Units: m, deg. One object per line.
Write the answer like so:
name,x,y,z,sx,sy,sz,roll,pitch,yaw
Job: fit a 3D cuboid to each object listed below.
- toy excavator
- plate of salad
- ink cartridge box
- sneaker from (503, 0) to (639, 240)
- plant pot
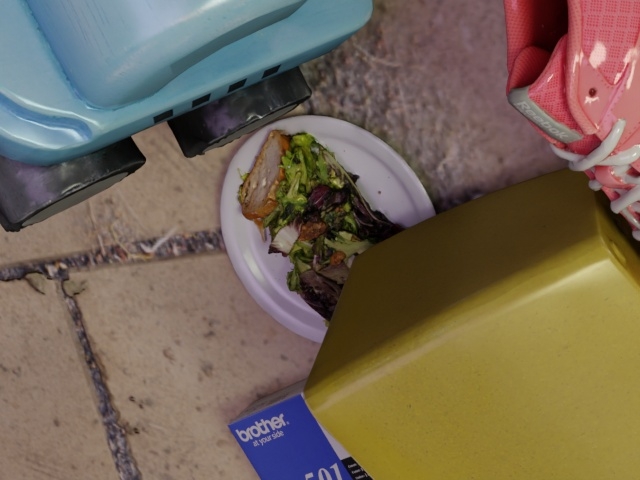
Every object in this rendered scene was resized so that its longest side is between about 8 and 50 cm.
toy excavator,-0.022,-0.209,0.582,0.445,0.433,0.222,-20,97,62
plate of salad,0.000,0.000,0.794,0.200,0.048,0.200,11,115,24
ink cartridge box,0.024,0.157,0.850,0.207,0.046,0.097,-29,95,35
sneaker,0.160,-0.066,0.532,0.116,0.136,0.314,-11,103,65
plant pot,0.144,0.075,0.648,0.187,0.212,0.212,-38,101,23
